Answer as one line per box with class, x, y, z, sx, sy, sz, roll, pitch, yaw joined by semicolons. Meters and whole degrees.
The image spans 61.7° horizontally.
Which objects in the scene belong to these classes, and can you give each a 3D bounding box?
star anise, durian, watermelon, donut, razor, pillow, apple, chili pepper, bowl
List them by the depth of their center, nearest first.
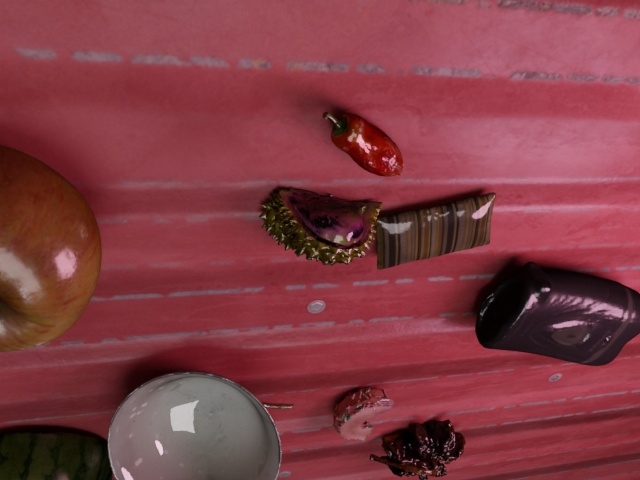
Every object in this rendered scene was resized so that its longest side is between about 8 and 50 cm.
apple;-0.390;0.008;0.638;0.260;0.194;0.261;-8;131;-9
chili pepper;0.061;-0.132;0.730;0.191;0.050;0.059;27;83;-46
durian;0.001;0.001;0.797;0.186;0.108;0.119;7;129;-21
pillow;0.188;-0.016;0.883;0.203;0.038;0.113;-12;131;-6
bowl;-0.223;0.364;1.021;0.313;0.146;0.314;0;102;1
razor;0.477;0.151;1.064;0.348;0.114;0.205;13;126;-23
watermelon;-0.594;0.532;1.081;0.330;0.189;0.331;-12;133;-13
donut;0.080;0.390;1.210;0.116;0.065;0.166;10;127;-25
star anise;0.265;0.547;1.369;0.220;0.126;0.190;-38;134;16

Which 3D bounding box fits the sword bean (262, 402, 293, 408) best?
sword bean;-0.096;0.363;1.173;0.083;0.012;0.012;12;128;-26
